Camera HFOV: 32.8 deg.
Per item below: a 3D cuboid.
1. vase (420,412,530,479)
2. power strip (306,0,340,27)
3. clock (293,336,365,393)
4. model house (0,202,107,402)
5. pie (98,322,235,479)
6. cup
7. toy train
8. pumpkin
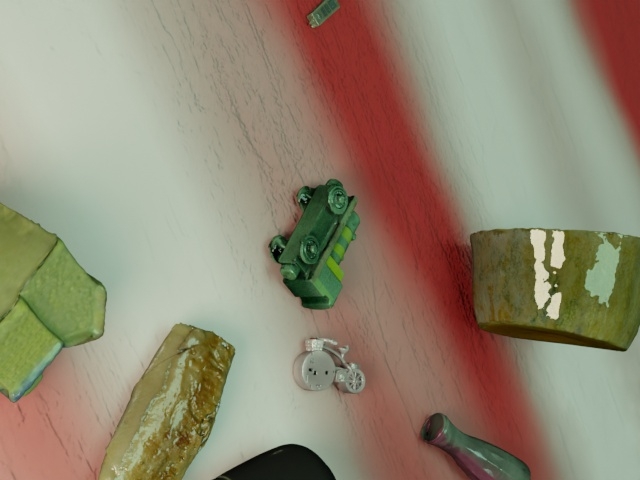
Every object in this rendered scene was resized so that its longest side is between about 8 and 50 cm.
[{"bbox_3d":[0.268,0.376,1.901,0.214,0.086,0.086,38,59,-25],"label":"vase"},{"bbox_3d":[0.004,-0.391,1.861,0.027,0.017,0.083,53,51,-18],"label":"power strip"},{"bbox_3d":[0.017,0.204,1.740,0.129,0.041,0.087,18,73,-32],"label":"clock"},{"bbox_3d":[-0.391,0.093,1.350,0.214,0.195,0.189,-57,143,-17],"label":"model house"},{"bbox_3d":[-0.214,0.253,1.511,0.128,0.068,0.282,38,60,-28],"label":"pie"},{"bbox_3d":[-0.073,0.411,1.557,0.176,0.169,0.223,-12,120,-38],"label":"cup"},{"bbox_3d":[0.001,0.000,1.746,0.132,0.083,0.200,54,52,-33],"label":"toy train"},{"bbox_3d":[0.427,0.094,1.930,0.332,0.332,0.199,12,76,-39],"label":"pumpkin"}]
